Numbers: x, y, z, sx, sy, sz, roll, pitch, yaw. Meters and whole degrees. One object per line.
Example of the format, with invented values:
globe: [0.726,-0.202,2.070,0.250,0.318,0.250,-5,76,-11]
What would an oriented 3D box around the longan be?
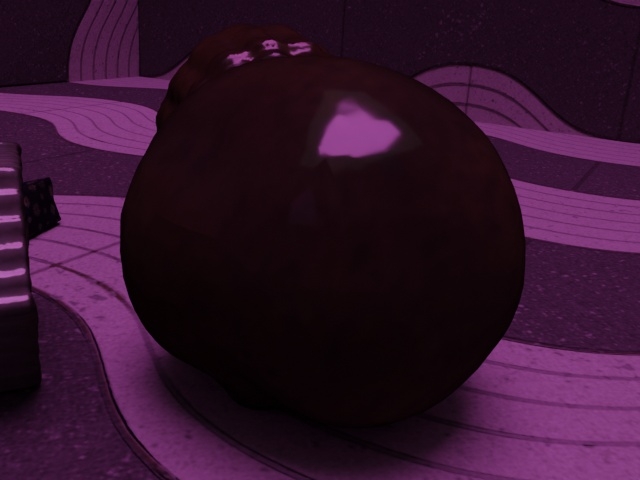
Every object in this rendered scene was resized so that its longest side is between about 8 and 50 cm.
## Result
longan: [0.000,0.000,0.615,0.361,0.360,0.361,3,19,-1]

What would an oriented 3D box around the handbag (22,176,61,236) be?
handbag: [-0.481,-0.051,1.013,0.139,0.072,0.115,2,20,10]

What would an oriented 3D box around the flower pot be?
flower pot: [-0.356,0.026,0.601,0.190,0.239,0.209,-7,-11,-24]

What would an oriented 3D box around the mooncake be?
mooncake: [-0.075,-0.150,1.001,0.324,0.323,0.187,-4,24,-20]
